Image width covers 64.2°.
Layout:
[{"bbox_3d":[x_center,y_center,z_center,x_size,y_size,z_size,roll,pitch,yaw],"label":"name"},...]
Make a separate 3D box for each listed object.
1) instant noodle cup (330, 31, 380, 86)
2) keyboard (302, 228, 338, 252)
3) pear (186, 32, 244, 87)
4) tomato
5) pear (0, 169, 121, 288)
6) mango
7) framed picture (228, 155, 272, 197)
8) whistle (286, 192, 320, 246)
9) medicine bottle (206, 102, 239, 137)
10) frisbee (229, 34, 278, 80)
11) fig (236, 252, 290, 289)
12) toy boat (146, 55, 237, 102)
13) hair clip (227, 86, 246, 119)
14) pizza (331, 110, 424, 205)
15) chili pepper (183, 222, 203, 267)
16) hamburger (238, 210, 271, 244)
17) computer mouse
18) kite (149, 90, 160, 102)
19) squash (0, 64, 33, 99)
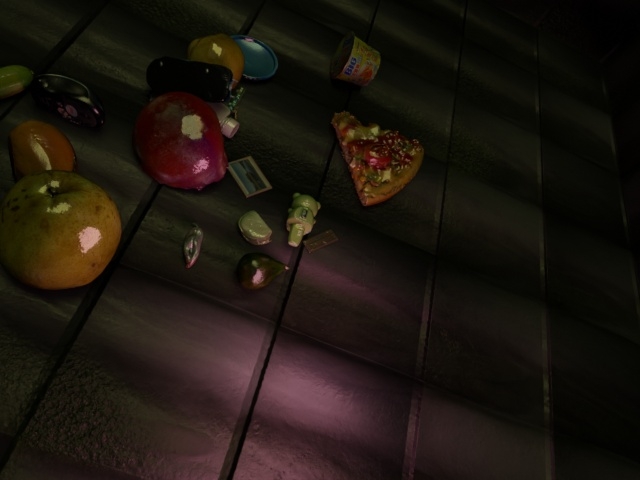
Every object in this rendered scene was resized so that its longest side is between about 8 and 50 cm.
[{"bbox_3d":[0.151,-0.758,2.179,0.153,0.205,0.204,19,54,-26],"label":"instant noodle cup"},{"bbox_3d":[0.000,0.000,1.749,0.129,0.015,0.049,-24,68,-33],"label":"keyboard"},{"bbox_3d":[-0.377,-0.639,1.854,0.209,0.209,0.208,11,57,-18],"label":"pear"},{"bbox_3d":[-0.446,-0.325,1.612,0.290,0.176,0.334,-15,78,-15],"label":"tomato"},{"bbox_3d":[-0.661,-0.033,1.300,0.304,0.304,0.303,11,57,-18],"label":"pear"},{"bbox_3d":[-0.788,-0.234,1.460,0.167,0.136,0.235,-10,71,-32],"label":"mango"},{"bbox_3d":[-0.250,-0.222,1.772,0.109,0.011,0.149,-25,74,-34],"label":"framed picture"},{"bbox_3d":[-0.065,-0.071,1.717,0.105,0.085,0.227,23,53,-10],"label":"whistle"},{"bbox_3d":[-0.381,-0.440,1.809,0.183,0.069,0.119,33,56,-1],"label":"medicine bottle"},{"bbox_3d":[-0.289,-0.723,2.037,0.242,0.045,0.242,12,57,-19],"label":"frisbee"},{"bbox_3d":[-0.176,0.088,1.565,0.178,0.117,0.117,-9,64,-47],"label":"fig"},{"bbox_3d":[-0.442,-0.543,1.755,0.299,0.092,0.134,12,95,7],"label":"toy boat"},{"bbox_3d":[-0.313,-0.520,1.903,0.049,0.049,0.172,20,56,-12],"label":"hair clip"},{"bbox_3d":[0.193,-0.360,1.986,0.406,0.130,0.440,43,53,2],"label":"pizza"},{"bbox_3d":[-0.387,0.011,1.550,0.050,0.041,0.153,-7,54,20],"label":"chili pepper"},{"bbox_3d":[-0.219,-0.037,1.650,0.084,0.054,0.121,-25,71,-29],"label":"hamburger"},{"bbox_3d":[-0.773,-0.440,1.588,0.233,0.137,0.096,24,57,-8],"label":"computer mouse"},{"bbox_3d":[-0.542,-0.555,1.814,0.141,0.015,0.245,-10,58,-3],"label":"kite"},{"bbox_3d":[-0.969,-0.480,1.558,0.095,0.095,0.188,47,49,8],"label":"squash"}]
